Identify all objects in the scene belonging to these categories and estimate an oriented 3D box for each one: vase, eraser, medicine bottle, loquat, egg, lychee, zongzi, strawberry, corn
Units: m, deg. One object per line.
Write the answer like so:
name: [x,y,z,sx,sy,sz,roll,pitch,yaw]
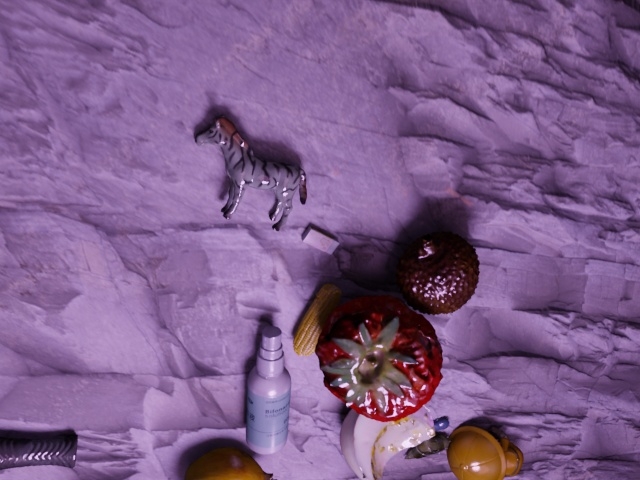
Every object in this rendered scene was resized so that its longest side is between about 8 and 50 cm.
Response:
vase: [-0.691,0.491,1.281,0.237,0.115,0.115,9,115,-24]
eraser: [0.000,0.000,1.266,0.083,0.019,0.038,26,107,-27]
medicine bottle: [-0.128,0.367,1.375,0.110,0.110,0.351,-3,119,-15]
loquat: [-0.230,0.643,1.445,0.246,0.213,0.213,-5,119,-11]
egg: [0.151,0.527,1.523,0.271,0.162,0.206,-39,91,-31]
lychee: [0.269,0.071,1.291,0.200,0.200,0.238,-29,128,0]
zongzi: [0.328,0.638,1.705,0.109,0.055,0.119,8,135,-35]
strawberry: [0.141,0.256,1.290,0.292,0.310,0.291,4,105,15]
corn: [-0.010,0.195,1.343,0.067,0.067,0.206,16,111,-24]

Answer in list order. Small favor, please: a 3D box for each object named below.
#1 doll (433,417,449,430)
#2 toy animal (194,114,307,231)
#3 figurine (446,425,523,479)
doll: [0.329,0.565,1.674,0.125,0.027,0.037,-15,121,-5]
toy animal: [-0.149,-0.117,1.120,0.255,0.090,0.170,30,102,-31]
figurine: [0.511,0.667,1.705,0.257,0.167,0.192,12,100,-25]
